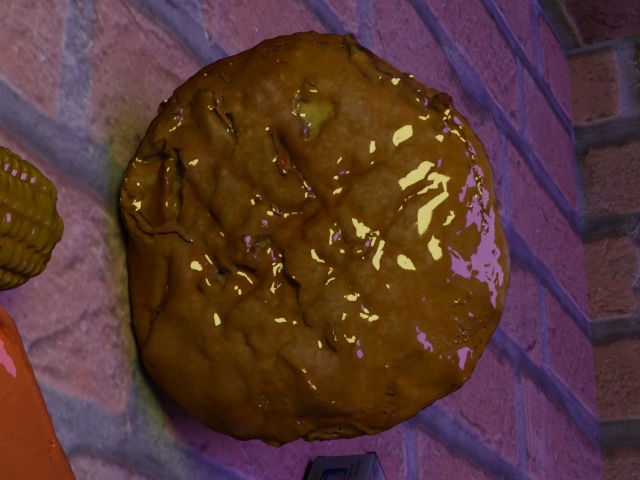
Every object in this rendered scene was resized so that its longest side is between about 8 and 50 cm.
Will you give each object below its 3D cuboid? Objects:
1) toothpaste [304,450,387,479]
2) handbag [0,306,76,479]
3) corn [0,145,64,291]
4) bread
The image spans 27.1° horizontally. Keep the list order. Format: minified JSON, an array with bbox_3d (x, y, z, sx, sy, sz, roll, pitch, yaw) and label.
[{"bbox_3d":[-0.003,0.369,1.433,0.336,0.081,0.067,-68,144,-51],"label":"toothpaste"},{"bbox_3d":[-0.286,0.241,0.817,0.303,0.116,0.410,70,26,-19],"label":"handbag"},{"bbox_3d":[-0.305,-0.039,0.902,0.363,0.120,0.120,21,60,-61],"label":"corn"},{"bbox_3d":[0.000,0.000,1.288,0.215,0.398,0.398,33,49,-74],"label":"bread"}]
